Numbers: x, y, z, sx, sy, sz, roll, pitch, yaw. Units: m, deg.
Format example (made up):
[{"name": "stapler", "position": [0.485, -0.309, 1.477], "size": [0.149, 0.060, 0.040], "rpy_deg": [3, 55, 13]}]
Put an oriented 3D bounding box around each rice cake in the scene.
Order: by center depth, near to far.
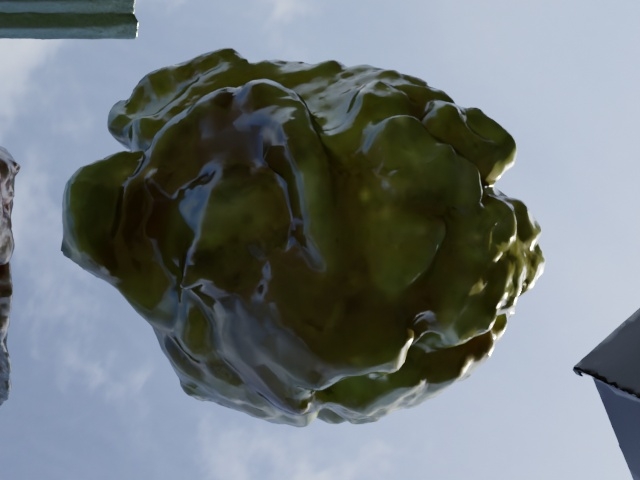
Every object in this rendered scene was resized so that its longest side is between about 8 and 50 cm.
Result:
[{"name": "rice cake", "position": [-0.347, -0.305, 1.343], "size": [0.237, 0.127, 0.043], "rpy_deg": [-3, -141, -5]}]

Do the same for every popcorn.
[{"name": "popcorn", "position": [-0.008, 0.000, 0.822], "size": [0.274, 0.335, 0.279], "rpy_deg": [-48, -53, -40]}]

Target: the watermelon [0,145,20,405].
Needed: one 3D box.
[{"name": "watermelon", "position": [-0.136, 0.004, 0.361], "size": [0.094, 0.180, 0.081], "rpy_deg": [37, -118, 27]}]

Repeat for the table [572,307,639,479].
[{"name": "table", "position": [0.319, 0.134, 0.768], "size": [0.169, 0.172, 0.193], "rpy_deg": [-37, -63, -17]}]
